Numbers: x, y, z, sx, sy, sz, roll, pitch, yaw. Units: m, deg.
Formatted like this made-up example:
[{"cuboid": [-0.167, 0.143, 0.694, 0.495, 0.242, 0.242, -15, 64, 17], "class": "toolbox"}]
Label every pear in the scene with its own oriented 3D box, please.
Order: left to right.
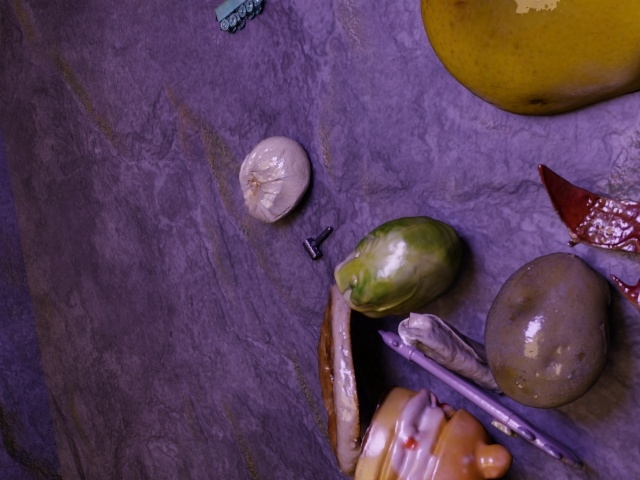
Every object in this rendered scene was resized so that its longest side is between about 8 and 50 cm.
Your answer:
[{"cuboid": [0.290, -0.345, 0.889, 0.386, 0.191, 0.340, 27, 115, 38], "class": "pear"}]

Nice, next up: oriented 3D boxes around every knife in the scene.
[{"cuboid": [0.254, 0.261, 1.080, 0.399, 0.132, 0.038, 33, 90, 41], "class": "knife"}]

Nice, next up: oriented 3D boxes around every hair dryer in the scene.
[{"cuboid": [0.000, 0.000, 1.337, 0.083, 0.026, 0.047, -46, 68, 30], "class": "hair dryer"}]

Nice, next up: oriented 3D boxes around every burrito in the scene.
[{"cuboid": [0.220, 0.181, 1.054, 0.060, 0.226, 0.087, -48, 33, 19], "class": "burrito"}]

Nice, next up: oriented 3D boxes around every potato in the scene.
[{"cuboid": [0.339, 0.132, 0.950, 0.178, 0.160, 0.235, 23, 92, 20], "class": "potato"}]

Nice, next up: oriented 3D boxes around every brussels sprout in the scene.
[{"cuboid": [0.138, 0.046, 1.088, 0.223, 0.223, 0.161, -39, 82, 40], "class": "brussels sprout"}]

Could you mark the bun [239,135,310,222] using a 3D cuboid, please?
[{"cuboid": [-0.105, -0.129, 1.352, 0.164, 0.111, 0.188, 54, 125, 19], "class": "bun"}]

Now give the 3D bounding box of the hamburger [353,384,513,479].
[{"cuboid": [0.189, 0.400, 1.072, 0.237, 0.276, 0.276, 14, 107, 21], "class": "hamburger"}]

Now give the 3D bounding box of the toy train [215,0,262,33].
[{"cuboid": [-0.180, -0.513, 1.412, 0.148, 0.038, 0.071, -19, 81, 44], "class": "toy train"}]

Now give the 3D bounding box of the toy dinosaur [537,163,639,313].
[{"cuboid": [0.446, -0.010, 0.842, 0.206, 0.113, 0.327, -40, 61, 20], "class": "toy dinosaur"}]

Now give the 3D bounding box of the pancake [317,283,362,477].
[{"cuboid": [0.037, 0.261, 1.193, 0.356, 0.065, 0.356, 176, 90, -86], "class": "pancake"}]
